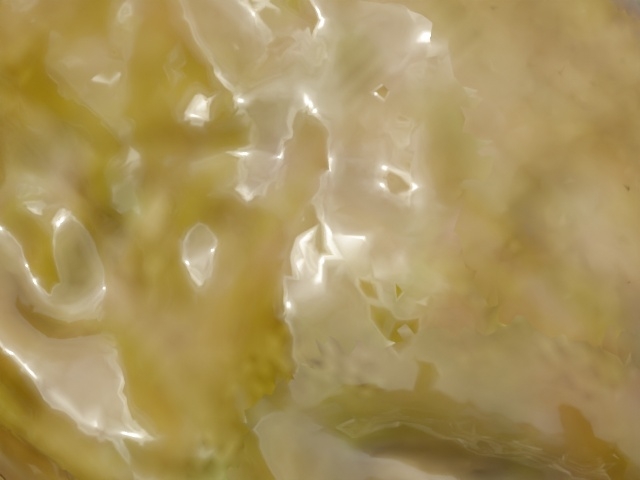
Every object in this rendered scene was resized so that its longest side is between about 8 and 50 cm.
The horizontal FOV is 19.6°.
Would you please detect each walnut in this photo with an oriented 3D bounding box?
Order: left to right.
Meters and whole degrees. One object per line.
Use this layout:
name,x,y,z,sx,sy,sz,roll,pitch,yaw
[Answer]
walnut,-0.003,0.002,0.587,0.344,0.306,0.306,34,48,31
